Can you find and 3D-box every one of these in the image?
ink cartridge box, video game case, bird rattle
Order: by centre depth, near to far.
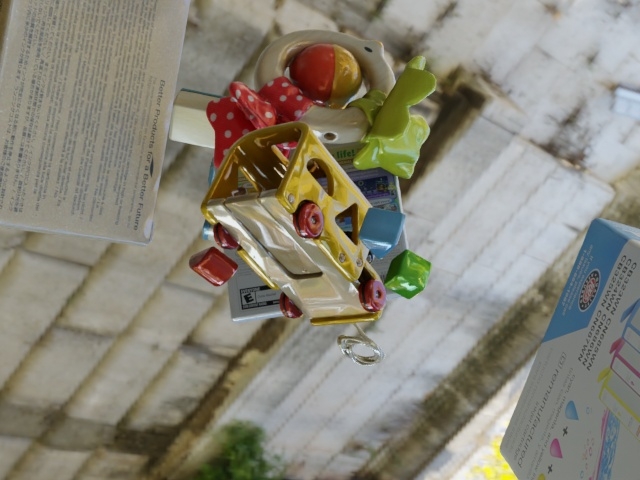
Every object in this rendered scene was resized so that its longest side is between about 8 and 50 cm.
[{"bbox_3d":[0.127,0.063,0.326,0.143,0.089,0.092,-120,-132,-73],"label":"ink cartridge box"},{"bbox_3d":[-0.205,-0.122,0.883,0.088,0.193,0.235,9,-91,32],"label":"ink cartridge box"},{"bbox_3d":[-0.001,-0.155,1.278,0.253,0.143,0.207,-2,-131,-3],"label":"bird rattle"},{"bbox_3d":[-0.009,-0.015,1.308,0.212,0.023,0.194,-9,-105,5],"label":"video game case"}]

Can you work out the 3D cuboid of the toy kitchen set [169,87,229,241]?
[{"bbox_3d":[-0.125,-0.115,1.458,0.166,0.122,0.207,-81,-177,-55],"label":"toy kitchen set"}]

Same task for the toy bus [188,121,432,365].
[{"bbox_3d":[-0.002,-0.008,0.956,0.202,0.190,0.104,111,1,-58],"label":"toy bus"}]
